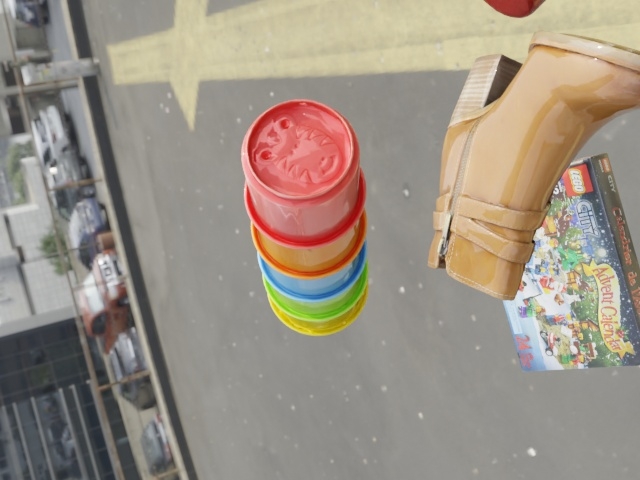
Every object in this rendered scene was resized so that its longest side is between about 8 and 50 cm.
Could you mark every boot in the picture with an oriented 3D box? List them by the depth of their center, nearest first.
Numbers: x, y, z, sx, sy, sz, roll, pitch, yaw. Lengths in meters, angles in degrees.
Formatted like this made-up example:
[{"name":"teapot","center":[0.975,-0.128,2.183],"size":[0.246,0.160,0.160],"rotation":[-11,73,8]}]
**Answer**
[{"name":"boot","center":[0.176,-0.056,0.641],"size":[0.283,0.109,0.220],"rotation":[-158,82,-69]}]

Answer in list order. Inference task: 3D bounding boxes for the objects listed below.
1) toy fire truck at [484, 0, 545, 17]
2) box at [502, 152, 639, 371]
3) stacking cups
[{"name":"toy fire truck","center":[0.161,-0.381,0.717],"size":[0.302,0.169,0.254],"rotation":[41,175,44]},{"name":"box","center":[0.280,0.031,0.857],"size":[0.159,0.044,0.233],"rotation":[-16,91,48]},{"name":"stacking cups","center":[0.000,0.000,0.536],"size":[0.316,0.096,0.096],"rotation":[94,156,-74]}]
